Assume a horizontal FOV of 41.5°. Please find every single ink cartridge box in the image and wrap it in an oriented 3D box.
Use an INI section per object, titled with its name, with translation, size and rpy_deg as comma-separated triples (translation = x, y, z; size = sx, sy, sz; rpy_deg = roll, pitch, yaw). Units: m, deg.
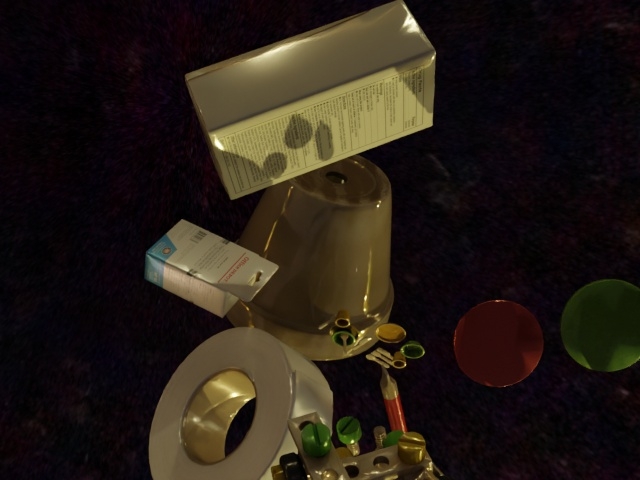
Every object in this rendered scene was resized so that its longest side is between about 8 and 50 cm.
[ink cartridge box]
translation = -0.167, 0.049, 1.302
size = 0.180, 0.104, 0.060
rpy_deg = 25, 131, 13

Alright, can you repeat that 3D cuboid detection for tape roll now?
[tape roll]
translation = -0.121, 0.276, 1.262
size = 0.286, 0.286, 0.100
rpy_deg = -50, 131, 1

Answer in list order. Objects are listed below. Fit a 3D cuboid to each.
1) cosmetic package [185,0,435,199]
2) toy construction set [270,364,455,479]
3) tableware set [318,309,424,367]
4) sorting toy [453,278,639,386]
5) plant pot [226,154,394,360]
[cosmetic package]
translation = -0.008, -0.188, 1.141
size = 0.309, 0.160, 0.113
rpy_deg = -21, 60, -8
[toy construction set]
translation = 0.061, 0.280, 1.092
size = 0.257, 0.309, 0.237
rpy_deg = -6, 123, 13
[tableware set]
translation = 0.080, 0.155, 1.304
size = 0.154, 0.024, 0.104
rpy_deg = 33, 133, -22
[sorting toy]
translation = 0.360, 0.108, 1.182
size = 0.365, 0.126, 0.127
rpy_deg = -9, 100, 2
[plant pot]
translation = 0.000, 0.000, 1.486
size = 0.323, 0.323, 0.280
rpy_deg = 9, 124, -10
